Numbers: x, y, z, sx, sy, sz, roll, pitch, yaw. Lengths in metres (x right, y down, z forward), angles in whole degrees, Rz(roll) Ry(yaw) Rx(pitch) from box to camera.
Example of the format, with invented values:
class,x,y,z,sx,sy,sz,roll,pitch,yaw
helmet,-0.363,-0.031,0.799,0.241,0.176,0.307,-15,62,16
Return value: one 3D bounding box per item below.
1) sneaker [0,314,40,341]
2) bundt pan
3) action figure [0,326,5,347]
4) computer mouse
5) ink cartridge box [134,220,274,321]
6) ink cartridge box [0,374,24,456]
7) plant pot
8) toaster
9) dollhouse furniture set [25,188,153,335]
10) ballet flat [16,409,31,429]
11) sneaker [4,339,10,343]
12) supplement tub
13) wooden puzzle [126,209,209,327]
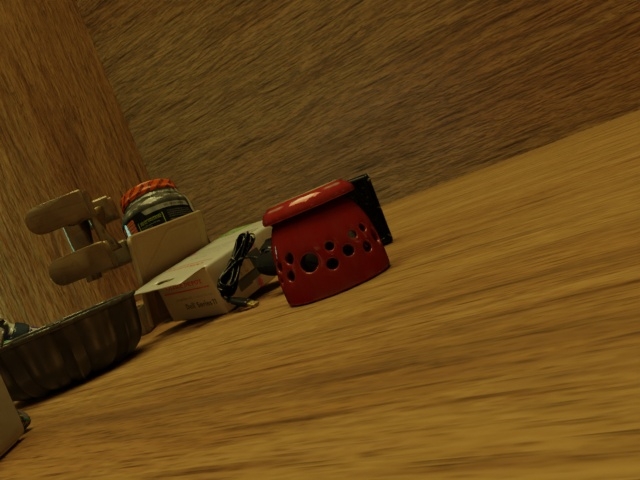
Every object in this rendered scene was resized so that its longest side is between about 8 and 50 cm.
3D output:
class,x,y,z,sx,sy,sz,roll,pitch,yaw
sneaker,-0.930,0.245,2.045,0.236,0.323,0.130,-8,8,-23
bundt pan,-0.506,0.219,1.400,0.330,0.124,0.331,-23,3,1
action figure,-0.701,0.241,1.129,0.330,0.178,0.341,5,-45,-24
computer mouse,-0.093,0.054,1.404,0.262,0.060,0.184,6,56,27
ink cartridge box,-0.231,0.078,1.590,0.207,0.119,0.353,-14,16,43
ink cartridge box,-0.628,0.216,0.872,0.384,0.279,0.160,-22,4,-4
plant pot,0.000,0.000,1.190,0.191,0.174,0.191,-24,5,2
toaster,0.047,-0.039,1.560,0.185,0.168,0.110,-22,1,-13
dollhouse furniture set,-0.625,0.095,1.802,0.256,0.394,0.362,-23,4,-5
ballet flat,-0.471,0.278,1.033,0.114,0.041,0.041,-20,4,29
sneaker,-0.687,0.285,1.500,0.109,0.124,0.295,-21,5,31
supplement tub,-0.413,0.013,1.912,0.207,0.338,0.207,-24,-15,-7
wooden puzzle,-0.348,0.062,1.656,0.044,0.221,0.238,1,19,37
